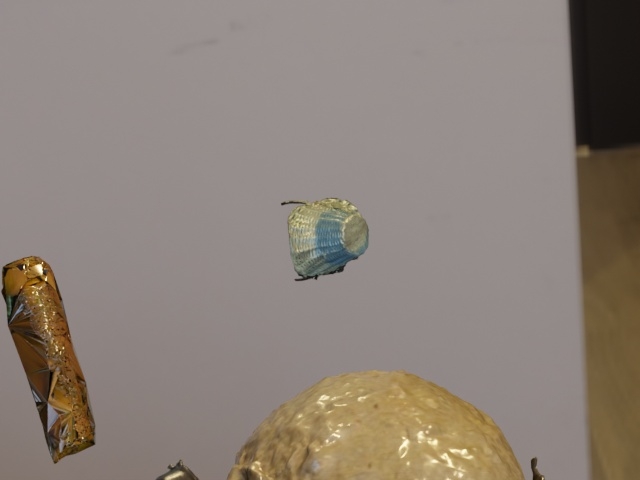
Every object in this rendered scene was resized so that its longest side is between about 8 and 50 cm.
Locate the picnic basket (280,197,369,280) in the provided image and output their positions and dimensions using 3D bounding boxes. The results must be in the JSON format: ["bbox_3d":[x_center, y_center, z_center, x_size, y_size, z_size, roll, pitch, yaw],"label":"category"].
[{"bbox_3d":[0.000,0.000,1.199,0.083,0.065,0.083,-3,12,44],"label":"picnic basket"}]

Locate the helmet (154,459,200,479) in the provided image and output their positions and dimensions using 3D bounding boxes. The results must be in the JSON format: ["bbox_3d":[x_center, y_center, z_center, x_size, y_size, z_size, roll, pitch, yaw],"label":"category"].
[{"bbox_3d":[-0.151,0.272,1.141,0.189,0.193,0.216,-9,-11,-29],"label":"helmet"}]

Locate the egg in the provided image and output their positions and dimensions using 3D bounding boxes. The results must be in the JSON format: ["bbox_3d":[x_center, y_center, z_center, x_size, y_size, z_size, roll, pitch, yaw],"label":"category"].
[{"bbox_3d":[0.052,0.244,1.329,0.279,0.279,0.310,-16,20,-15],"label":"egg"}]

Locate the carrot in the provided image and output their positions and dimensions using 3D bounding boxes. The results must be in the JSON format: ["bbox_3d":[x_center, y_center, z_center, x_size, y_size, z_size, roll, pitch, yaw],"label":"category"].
[{"bbox_3d":[-0.297,0.128,1.679,0.069,0.228,0.069,-18,-14,-5],"label":"carrot"}]
